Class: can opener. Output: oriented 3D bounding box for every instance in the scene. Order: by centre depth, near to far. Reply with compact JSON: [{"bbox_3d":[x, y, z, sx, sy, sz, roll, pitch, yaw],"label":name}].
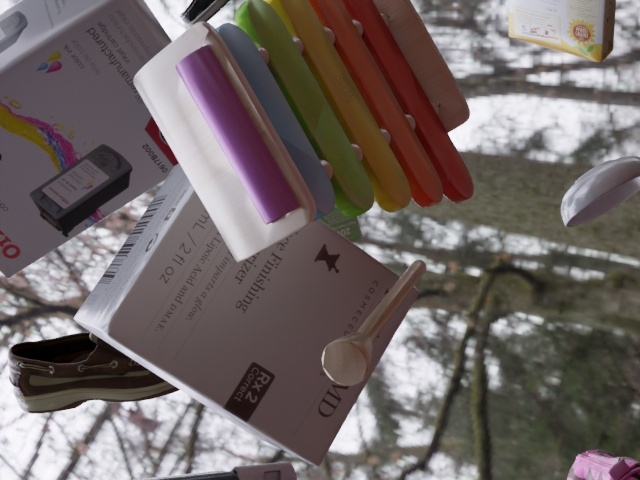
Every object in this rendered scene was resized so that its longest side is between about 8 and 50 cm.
[{"bbox_3d":[-0.106,0.305,1.279,0.283,0.095,0.076,8,-101,-50],"label":"can opener"}]

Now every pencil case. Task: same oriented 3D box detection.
[{"bbox_3d":[0.322,0.270,1.171,0.098,0.209,0.095,42,-98,5],"label":"pencil case"}]

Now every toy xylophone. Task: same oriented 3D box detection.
[{"bbox_3d":[0.013,-0.058,0.689,0.236,0.081,0.323,56,-152,-10],"label":"toy xylophone"}]

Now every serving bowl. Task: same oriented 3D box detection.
[{"bbox_3d":[0.225,-0.043,0.872,0.083,0.083,0.027,-15,-109,-39],"label":"serving bowl"}]

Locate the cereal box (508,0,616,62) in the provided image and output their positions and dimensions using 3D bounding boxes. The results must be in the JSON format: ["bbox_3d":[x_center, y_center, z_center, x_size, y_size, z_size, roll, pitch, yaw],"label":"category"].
[{"bbox_3d":[0.374,-0.406,1.700,0.047,0.173,0.240,-43,-37,-32],"label":"cereal box"}]

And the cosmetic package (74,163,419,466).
[{"bbox_3d":[-0.059,0.049,0.818,0.183,0.151,0.151,34,-102,-16],"label":"cosmetic package"}]

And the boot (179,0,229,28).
[{"bbox_3d":[-0.154,-0.407,1.411,0.178,0.085,0.236,36,-66,-14],"label":"boot"}]

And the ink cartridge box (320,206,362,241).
[{"bbox_3d":[0.000,0.000,1.278,0.056,0.171,0.235,-18,-83,-14],"label":"ink cartridge box"}]

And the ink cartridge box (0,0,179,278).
[{"bbox_3d":[-0.290,-0.133,1.202,0.306,0.131,0.226,-33,-49,3],"label":"ink cartridge box"}]

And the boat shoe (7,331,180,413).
[{"bbox_3d":[-0.248,0.137,1.306,0.257,0.095,0.095,-13,-63,-1],"label":"boat shoe"}]
